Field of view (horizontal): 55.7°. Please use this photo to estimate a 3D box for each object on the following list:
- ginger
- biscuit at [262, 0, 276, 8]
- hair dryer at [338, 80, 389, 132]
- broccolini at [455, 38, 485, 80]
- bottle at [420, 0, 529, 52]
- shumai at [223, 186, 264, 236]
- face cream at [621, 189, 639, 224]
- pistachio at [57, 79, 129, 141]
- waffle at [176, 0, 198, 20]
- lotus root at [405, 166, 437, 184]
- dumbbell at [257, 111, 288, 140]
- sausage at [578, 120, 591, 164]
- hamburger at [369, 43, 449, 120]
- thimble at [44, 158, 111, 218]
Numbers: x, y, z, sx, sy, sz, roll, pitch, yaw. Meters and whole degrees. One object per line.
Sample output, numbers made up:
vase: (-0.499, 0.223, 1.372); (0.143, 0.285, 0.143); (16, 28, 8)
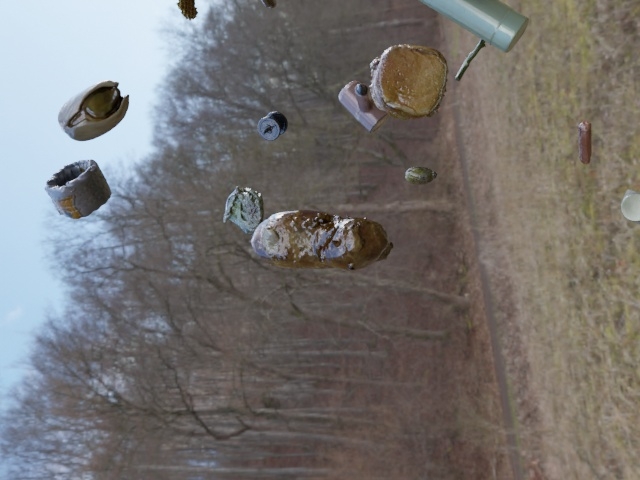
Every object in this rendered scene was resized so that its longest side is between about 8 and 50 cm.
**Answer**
ginger: (0.000, 0.000, 1.726); (0.254, 0.419, 0.176); (44, -128, -82)
biscuit: (-0.200, -0.835, 1.908); (0.226, 0.042, 0.225); (-23, -90, -80)
hair dryer: (0.147, -0.508, 2.136); (0.189, 0.107, 0.344); (48, -177, 7)
broccolini: (0.520, -0.621, 1.935); (0.271, 0.062, 0.123); (-56, -7, 27)
bottle: (0.276, -0.424, 1.106); (0.072, 0.201, 0.072); (-50, -13, -16)
shumai: (-0.267, -0.095, 2.095); (0.184, 0.142, 0.184); (176, 90, -82)
face cream: (0.847, -0.086, 1.620); (0.224, 0.070, 0.114); (-5, -106, -62)
pistachio: (-0.672, -0.384, 1.801); (0.137, 0.238, 0.153); (54, -158, -24)
waffle: (-0.430, -0.762, 1.970); (0.078, 0.016, 0.085); (-43, -57, -35)
lotus root: (0.311, -0.199, 1.865); (0.049, 0.099, 0.054); (75, -157, -47)
dumbbell: (-0.134, -0.323, 1.708); (0.147, 0.069, 0.069); (-54, -44, -58)
sausage: (0.744, -0.269, 1.699); (0.036, 0.042, 0.158); (47, 172, 43)
hamburger: (0.286, -0.490, 1.875); (0.245, 0.261, 0.211); (56, -179, -5)
thimble: (-0.659, -0.142, 1.650); (0.151, 0.127, 0.117); (-55, -37, -39)
